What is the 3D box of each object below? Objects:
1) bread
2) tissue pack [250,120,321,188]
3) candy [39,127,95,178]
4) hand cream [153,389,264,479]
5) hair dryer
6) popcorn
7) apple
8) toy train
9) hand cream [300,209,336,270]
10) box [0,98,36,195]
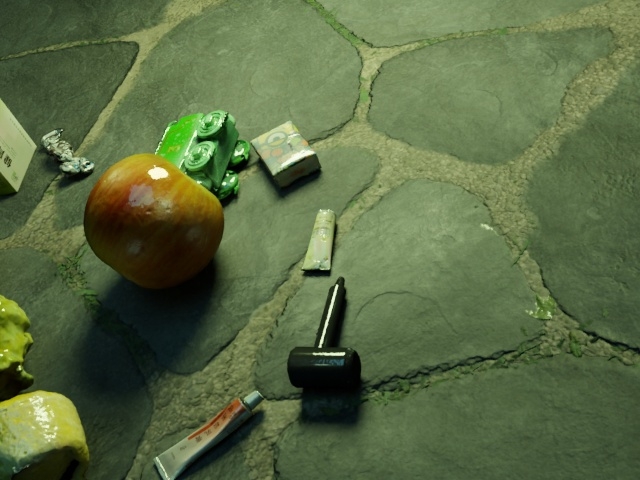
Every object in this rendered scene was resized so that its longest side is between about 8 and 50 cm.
[{"bbox_3d":[-0.502,0.355,1.344,0.197,0.197,0.170,-33,54,-9],"label":"bread"},{"bbox_3d":[-0.078,-0.193,1.744,0.109,0.060,0.148,-29,46,-4],"label":"tissue pack"},{"bbox_3d":[-0.651,-0.222,1.998,0.094,0.051,0.226,-33,48,-23],"label":"candy"},{"bbox_3d":[-0.190,0.331,1.350,0.216,0.038,0.052,-37,20,-8],"label":"hand cream"},{"bbox_3d":[0.029,0.160,1.404,0.114,0.070,0.248,-2,41,20],"label":"hair dryer"},{"bbox_3d":[-0.687,0.226,1.501,0.258,0.224,0.270,-7,42,5],"label":"popcorn"},{"bbox_3d":[-0.333,-0.038,1.559,0.286,0.286,0.233,35,87,39],"label":"apple"},{"bbox_3d":[-0.275,-0.185,1.770,0.188,0.132,0.243,-6,48,27],"label":"toy train"},{"bbox_3d":[0.000,0.000,1.565,0.061,0.039,0.143,0,55,17],"label":"hand cream"},{"bbox_3d":[-0.823,-0.263,1.948,0.062,0.260,0.175,-10,47,13],"label":"box"}]
